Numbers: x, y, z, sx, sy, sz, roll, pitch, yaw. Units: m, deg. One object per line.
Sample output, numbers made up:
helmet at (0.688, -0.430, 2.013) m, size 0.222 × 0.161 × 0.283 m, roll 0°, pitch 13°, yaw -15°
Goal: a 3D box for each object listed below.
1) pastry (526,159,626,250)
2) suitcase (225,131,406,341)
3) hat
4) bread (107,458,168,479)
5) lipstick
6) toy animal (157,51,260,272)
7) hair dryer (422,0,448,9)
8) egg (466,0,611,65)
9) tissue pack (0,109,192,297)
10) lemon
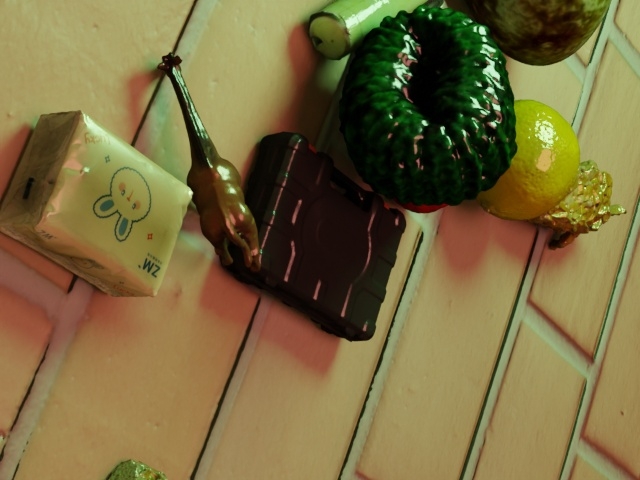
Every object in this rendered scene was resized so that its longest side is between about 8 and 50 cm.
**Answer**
pastry at (0.413, -0.067, 2.371) m, size 0.250 × 0.102 × 0.154 m, roll 18°, pitch 79°, yaw -49°
suitcase at (0.000, 0.000, 1.919) m, size 0.285 × 0.066 × 0.206 m, roll 35°, pitch 65°, yaw -45°
hat at (0.160, -0.138, 1.957) m, size 0.332 × 0.242 × 0.274 m, roll 73°, pitch 30°, yaw -59°
bread at (-0.205, 0.313, 1.699) m, size 0.066 × 0.060 × 0.110 m, roll -40°, pitch 121°, yaw -23°
lipstick at (0.094, -0.343, 2.008) m, size 0.304 × 0.076 × 0.076 m, roll -39°, pitch 120°, yaw -43°
toy animal at (-0.137, -0.091, 1.719) m, size 0.066 × 0.224 × 0.229 m, roll -20°, pitch 137°, yaw -3°
hair dryer at (0.154, -0.290, 2.106) m, size 0.137 × 0.047 × 0.082 m, roll -48°, pitch 127°, yaw -30°
egg at (0.332, -0.400, 2.165) m, size 0.238 × 0.238 × 0.289 m, roll -47°, pitch 149°, yaw -38°
tissue pack at (-0.250, -0.037, 1.604) m, size 0.196 × 0.092 × 0.148 m, roll 37°, pitch 64°, yaw -45°
lemon at (0.307, -0.122, 2.192) m, size 0.203 × 0.178 × 0.178 m, roll -53°, pitch 130°, yaw -18°
